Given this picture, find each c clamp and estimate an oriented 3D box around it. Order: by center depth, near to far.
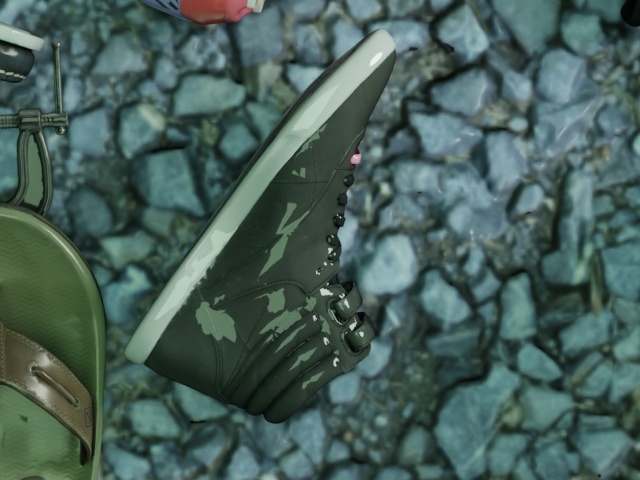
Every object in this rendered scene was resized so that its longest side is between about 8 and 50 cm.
[{"bbox_3d":[-0.259,-0.067,1.048,0.160,0.022,0.137,-8,97,-4],"label":"c clamp"}]

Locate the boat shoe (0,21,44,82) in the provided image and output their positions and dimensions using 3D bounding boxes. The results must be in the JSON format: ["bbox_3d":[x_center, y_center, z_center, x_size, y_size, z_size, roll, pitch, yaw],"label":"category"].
[{"bbox_3d":[-0.345,-0.130,1.000,0.302,0.114,0.091,9,90,9],"label":"boat shoe"}]

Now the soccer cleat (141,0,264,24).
[{"bbox_3d":[-0.070,-0.278,1.023,0.095,0.083,0.248,10,94,1],"label":"soccer cleat"}]

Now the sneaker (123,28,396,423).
[{"bbox_3d":[0.000,0.000,1.024,0.147,0.104,0.296,35,95,-5],"label":"sneaker"}]

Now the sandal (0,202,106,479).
[{"bbox_3d":[-0.209,0.122,1.019,0.120,0.086,0.303,-7,92,-3],"label":"sandal"}]

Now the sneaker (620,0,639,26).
[{"bbox_3d":[0.217,-0.287,1.023,0.146,0.102,0.293,-22,92,-1],"label":"sneaker"}]
